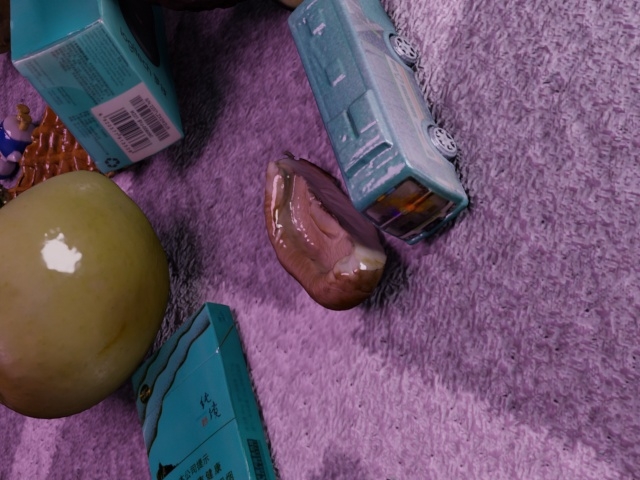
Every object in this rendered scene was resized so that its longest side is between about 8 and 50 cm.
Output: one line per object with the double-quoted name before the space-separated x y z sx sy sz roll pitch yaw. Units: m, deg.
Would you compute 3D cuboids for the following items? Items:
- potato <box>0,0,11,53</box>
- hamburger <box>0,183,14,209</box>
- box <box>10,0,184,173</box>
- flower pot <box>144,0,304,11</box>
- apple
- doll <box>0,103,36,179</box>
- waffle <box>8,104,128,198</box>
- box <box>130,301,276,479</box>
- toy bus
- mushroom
"potato" -0.561 -0.402 1.776 0.173 0.210 0.307 -40 34 -6
"hamburger" -0.500 -0.010 1.665 0.166 0.087 0.137 -35 55 39
"box" -0.270 -0.261 1.344 0.118 0.205 0.311 -22 48 7
"flower pot" -0.083 -0.355 1.173 0.267 0.266 0.266 27 100 40
"apple" -0.298 0.069 1.289 0.258 0.233 0.295 -49 10 -27
"doll" -0.468 -0.140 1.696 0.143 0.058 0.098 -52 42 33
"waffle" -0.340 -0.090 1.524 0.293 0.069 0.260 -56 40 23
"box" -0.130 0.202 1.205 0.161 0.042 0.226 -43 50 32
"toy bus" 0.049 -0.124 1.053 0.091 0.109 0.261 -39 52 27
"mushroom" 0.001 0.000 1.093 0.094 0.072 0.210 -59 39 15
